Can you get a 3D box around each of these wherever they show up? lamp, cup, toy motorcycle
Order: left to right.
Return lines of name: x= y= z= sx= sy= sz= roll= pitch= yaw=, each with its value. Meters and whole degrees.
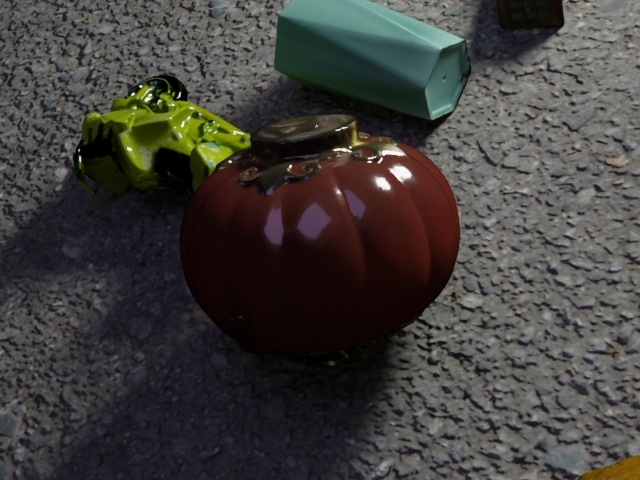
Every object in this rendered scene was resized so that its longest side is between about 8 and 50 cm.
toy motorcycle: x=-0.191 y=-0.106 z=1.490 sx=0.206 sy=0.142 sz=0.342 roll=-43 pitch=50 yaw=-15
lamp: x=0.000 y=0.000 z=1.253 sx=0.303 sy=0.257 sz=0.303 roll=-9 pitch=15 yaw=2
cup: x=0.072 y=-0.239 z=1.523 sx=0.236 sy=0.148 sz=0.134 roll=26 pitch=97 yaw=28
lamp: x=0.306 y=-0.436 z=1.617 sx=0.089 sy=0.090 sz=0.325 roll=1 pitch=54 yaw=19

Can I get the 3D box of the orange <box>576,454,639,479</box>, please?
orange: x=0.278 y=0.298 z=0.929 sx=0.264 sy=0.264 sz=0.264 roll=-10 pitch=50 yaw=12
